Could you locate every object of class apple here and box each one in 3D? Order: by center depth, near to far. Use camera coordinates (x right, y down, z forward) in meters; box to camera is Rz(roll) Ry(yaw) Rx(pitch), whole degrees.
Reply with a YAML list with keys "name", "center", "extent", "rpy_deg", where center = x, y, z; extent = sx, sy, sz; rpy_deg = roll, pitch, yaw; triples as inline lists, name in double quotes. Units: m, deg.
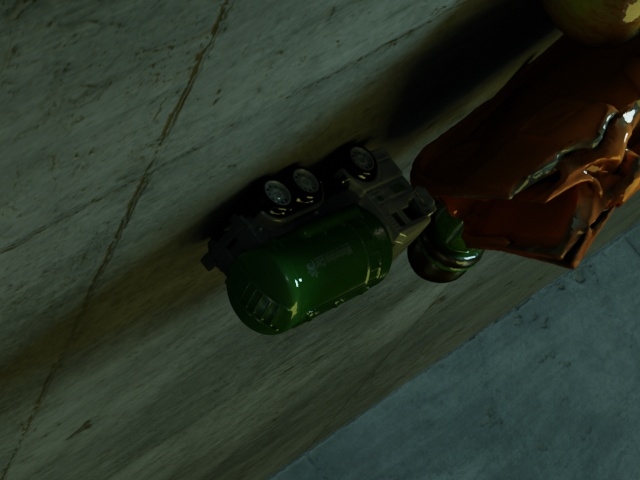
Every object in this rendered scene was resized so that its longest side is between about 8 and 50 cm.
- name: "apple"
  center: [0.256, -0.228, 1.538]
  extent: [0.126, 0.102, 0.126]
  rpy_deg: [-37, 168, -9]

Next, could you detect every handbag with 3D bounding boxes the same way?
- name: "handbag"
  center: [0.292, -0.146, 1.648]
  extent: [0.410, 0.116, 0.303]
  rpy_deg: [-41, -167, -11]

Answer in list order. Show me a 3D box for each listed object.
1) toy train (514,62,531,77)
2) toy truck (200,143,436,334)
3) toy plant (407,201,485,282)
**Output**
- name: "toy train"
  center: [0.214, -0.169, 1.856]
  extent: [0.017, 0.017, 0.083]
  rpy_deg: [-31, 167, -43]
- name: "toy truck"
  center: [0.000, 0.000, 1.588]
  extent: [0.242, 0.125, 0.101]
  rpy_deg: [-27, 163, -49]
- name: "toy plant"
  center: [0.174, -0.017, 2.151]
  extent: [0.093, 0.093, 0.162]
  rpy_deg: [-29, 163, -38]
